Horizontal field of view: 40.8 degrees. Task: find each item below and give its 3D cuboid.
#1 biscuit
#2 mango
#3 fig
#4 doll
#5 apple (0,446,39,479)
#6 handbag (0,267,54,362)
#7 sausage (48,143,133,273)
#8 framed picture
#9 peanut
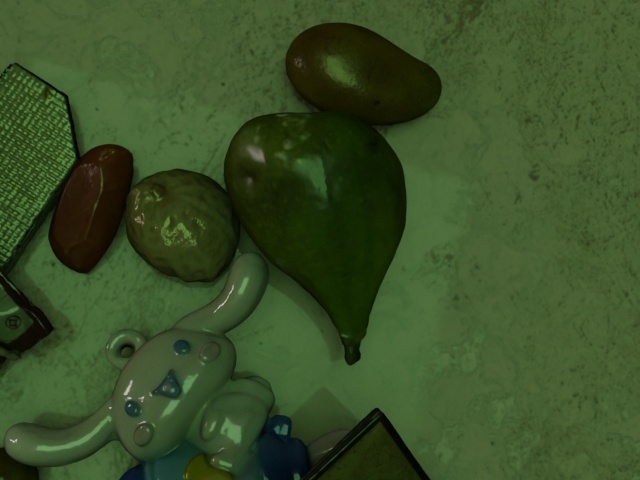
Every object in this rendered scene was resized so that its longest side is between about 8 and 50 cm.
[{"bbox_3d":[-0.412,-0.095,1.139,0.150,0.052,0.252,31,82,-6],"label":"biscuit"},{"bbox_3d":[0.062,-0.226,1.194,0.228,0.099,0.136,14,75,-14],"label":"mango"},{"bbox_3d":[-0.007,-0.025,1.117,0.233,0.233,0.314,-5,122,-8],"label":"fig"},{"bbox_3d":[-0.137,0.249,1.047,0.376,0.187,0.365,-42,82,11],"label":"doll"},{"bbox_3d":[-0.400,0.303,1.076,0.090,0.089,0.074,18,38,-5],"label":"apple"},{"bbox_3d":[-0.475,0.081,1.066,0.213,0.127,0.235,-37,93,15],"label":"handbag"},{"bbox_3d":[-0.301,-0.043,1.130,0.089,0.089,0.179,19,90,-4],"label":"sausage"},{"bbox_3d":[0.038,0.372,1.042,0.255,0.014,0.338,-41,133,-10],"label":"framed picture"},{"bbox_3d":[-0.180,-0.022,1.128,0.159,0.109,0.140,30,50,-12],"label":"peanut"}]
